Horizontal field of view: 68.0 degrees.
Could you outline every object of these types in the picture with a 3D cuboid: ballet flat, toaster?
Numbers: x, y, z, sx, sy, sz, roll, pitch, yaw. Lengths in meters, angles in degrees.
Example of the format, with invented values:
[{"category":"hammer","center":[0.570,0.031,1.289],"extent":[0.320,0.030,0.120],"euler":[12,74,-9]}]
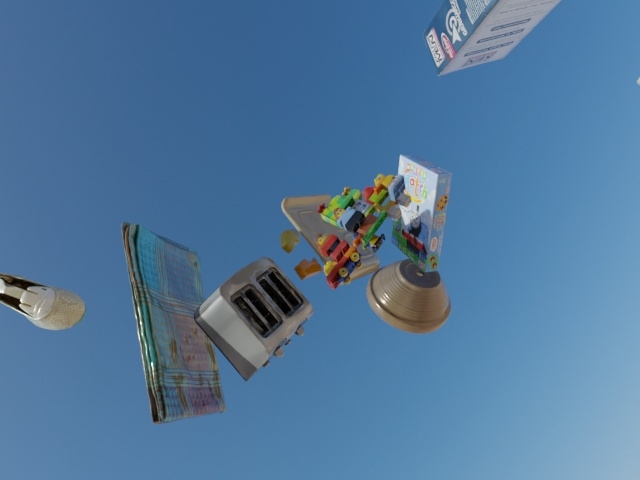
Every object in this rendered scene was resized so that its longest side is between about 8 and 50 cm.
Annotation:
[{"category":"ballet flat","center":[-0.386,0.079,0.628],"extent":[0.052,0.168,0.057],"euler":[48,-124,-60]},{"category":"toaster","center":[-0.124,0.135,0.886],"extent":[0.110,0.186,0.168],"euler":[-44,-5,35]}]

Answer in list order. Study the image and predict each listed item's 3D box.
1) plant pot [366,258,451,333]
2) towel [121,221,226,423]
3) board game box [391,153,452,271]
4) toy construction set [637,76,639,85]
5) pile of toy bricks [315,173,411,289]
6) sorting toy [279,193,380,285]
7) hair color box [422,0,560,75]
[{"category":"plant pot","center":[0.251,0.128,1.286],"extent":[0.237,0.237,0.110],"euler":[-13,-44,-30]},{"category":"towel","center":[-0.281,0.164,0.951],"extent":[0.040,0.371,0.271],"euler":[-20,-19,8]},{"category":"board game box","center":[0.211,-0.063,1.018],"extent":[0.039,0.160,0.212],"euler":[-5,-65,-18]},{"category":"toy construction set","center":[0.367,-0.050,0.392],"extent":[0.214,0.328,0.151],"euler":[-19,-9,-38]},{"category":"pile of toy bricks","center":[0.046,-0.038,0.765],"extent":[0.212,0.105,0.118],"euler":[-51,-32,-19]},{"category":"sorting toy","center":[0.000,0.000,1.064],"extent":[0.041,0.229,0.307],"euler":[-43,-16,29]},{"category":"hair color box","center":[0.337,-0.448,0.856],"extent":[0.173,0.347,0.105],"euler":[-18,-97,-13]}]
